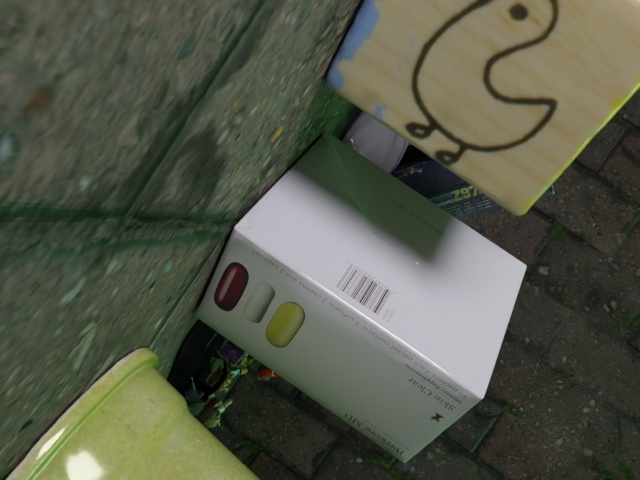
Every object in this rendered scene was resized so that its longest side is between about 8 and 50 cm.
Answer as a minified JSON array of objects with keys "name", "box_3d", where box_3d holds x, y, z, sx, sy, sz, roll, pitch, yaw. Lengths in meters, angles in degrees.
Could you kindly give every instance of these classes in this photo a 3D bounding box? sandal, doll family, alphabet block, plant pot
[{"name":"sandal","box_3d":[-0.150,0.168,0.828,0.097,0.054,0.254,-54,177,-32]},{"name":"doll family","box_3d":[-0.171,0.260,1.267,0.263,0.118,0.163,-35,175,-23]},{"name":"alphabet block","box_3d":[0.152,-0.176,0.539,0.193,0.197,0.192,-52,175,-47]},{"name":"plant pot","box_3d":[-0.119,0.270,0.515,0.276,0.254,0.276,-55,177,-5]}]

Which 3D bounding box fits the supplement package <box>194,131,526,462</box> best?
[{"name":"supplement package","box_3d":[0.045,0.052,0.681,0.204,0.262,0.145,-52,175,-47]}]

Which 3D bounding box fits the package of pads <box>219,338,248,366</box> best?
[{"name":"package of pads","box_3d":[-0.142,0.178,1.141,0.032,0.050,0.083,-51,179,18]}]

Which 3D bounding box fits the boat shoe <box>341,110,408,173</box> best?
[{"name":"boat shoe","box_3d":[0.047,-0.092,0.895,0.226,0.083,0.076,-56,178,27]}]

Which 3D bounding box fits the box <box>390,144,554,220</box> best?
[{"name":"box","box_3d":[0.193,-0.095,0.899,0.232,0.059,0.183,-17,-153,27]}]
